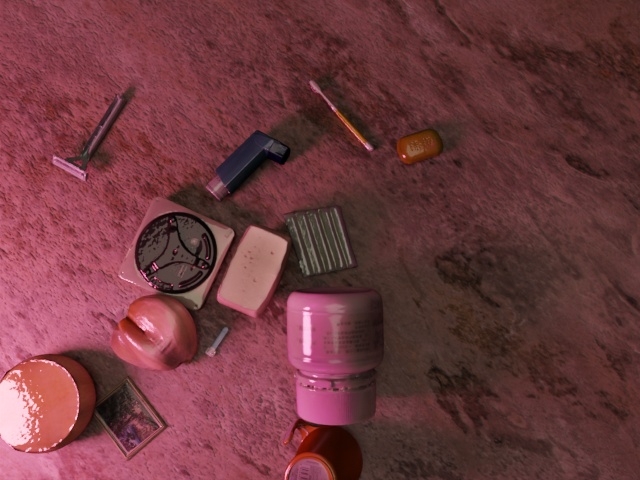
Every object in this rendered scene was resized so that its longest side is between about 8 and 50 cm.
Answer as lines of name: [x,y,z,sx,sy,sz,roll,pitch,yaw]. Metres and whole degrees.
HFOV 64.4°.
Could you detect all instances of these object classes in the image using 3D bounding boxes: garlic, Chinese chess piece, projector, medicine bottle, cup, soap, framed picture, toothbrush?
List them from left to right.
Chinese chess piece: [-0.742,0.437,1.368,0.257,0.104,0.257,0,81,3]
framed picture: [-0.539,0.495,1.415,0.142,0.011,0.183,-39,84,-6]
garlic: [-0.448,0.262,1.392,0.227,0.110,0.217,31,95,-2]
projector: [-0.407,0.036,1.450,0.259,0.079,0.257,24,84,1]
medicine bottle: [-0.214,-0.215,1.492,0.258,0.079,0.124,-43,85,-6]
cup: [-0.011,0.566,1.300,0.182,0.264,0.226,-43,73,2]
medicine bottle: [0.040,0.290,1.335,0.255,0.256,0.325,-2,90,-1]
toothbrush: [0.063,-0.379,1.552,0.021,0.024,0.288,-41,86,-4]
soap: [0.300,-0.284,1.529,0.140,0.045,0.089,-18,86,-3]

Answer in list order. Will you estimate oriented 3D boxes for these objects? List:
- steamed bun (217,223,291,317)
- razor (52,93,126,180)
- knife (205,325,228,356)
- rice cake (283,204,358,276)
steamed bun: [-0.178,0.083,1.406,0.146,0.164,0.242,23,81,1]
razor: [-0.668,-0.315,1.518,0.111,0.056,0.278,29,75,2]
knife: [-0.293,0.288,1.451,0.027,0.010,0.096,33,80,4]
rice cake: [0.000,0.000,1.485,0.189,0.037,0.198,-10,82,-2]
